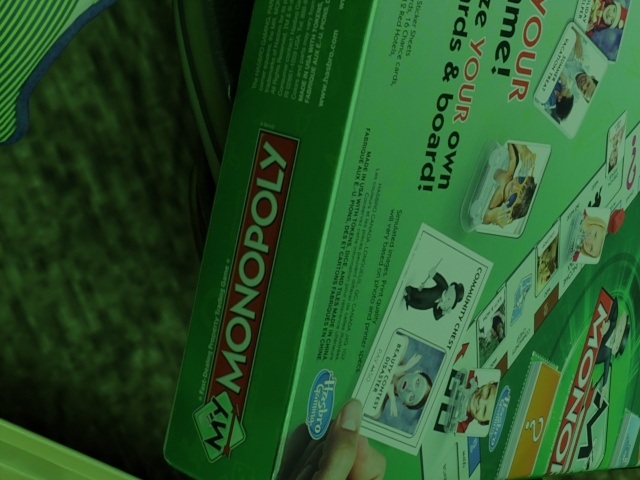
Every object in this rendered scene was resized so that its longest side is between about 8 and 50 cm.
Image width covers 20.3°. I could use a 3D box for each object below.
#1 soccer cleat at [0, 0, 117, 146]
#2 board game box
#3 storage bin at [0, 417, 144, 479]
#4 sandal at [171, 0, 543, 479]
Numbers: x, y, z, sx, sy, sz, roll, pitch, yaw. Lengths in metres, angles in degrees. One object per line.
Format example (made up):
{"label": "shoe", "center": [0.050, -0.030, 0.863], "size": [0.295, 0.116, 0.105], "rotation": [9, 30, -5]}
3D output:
{"label": "soccer cleat", "center": [-0.025, -0.140, 0.510], "size": [0.289, 0.093, 0.121], "rotation": [-43, 119, -25]}
{"label": "board game box", "center": [0.073, -0.082, 0.536], "size": [0.213, 0.046, 0.317], "rotation": [3, 102, -49]}
{"label": "storage bin", "center": [-0.107, 0.207, 0.555], "size": [0.260, 0.262, 0.123], "rotation": [27, 134, -23]}
{"label": "sandal", "center": [-0.001, 0.002, 0.605], "size": [0.120, 0.086, 0.303], "rotation": [-27, 113, -42]}
